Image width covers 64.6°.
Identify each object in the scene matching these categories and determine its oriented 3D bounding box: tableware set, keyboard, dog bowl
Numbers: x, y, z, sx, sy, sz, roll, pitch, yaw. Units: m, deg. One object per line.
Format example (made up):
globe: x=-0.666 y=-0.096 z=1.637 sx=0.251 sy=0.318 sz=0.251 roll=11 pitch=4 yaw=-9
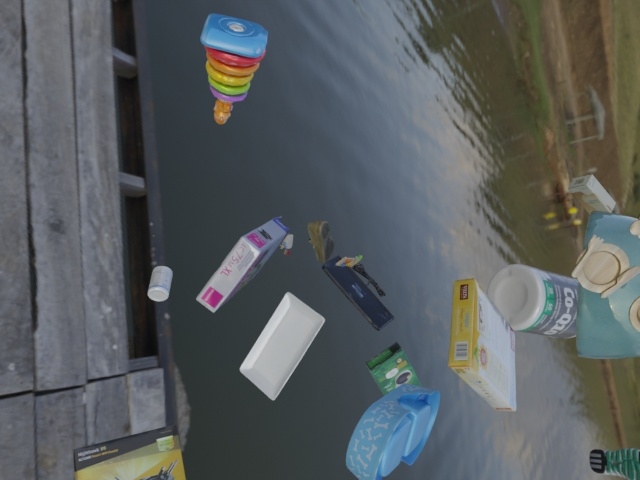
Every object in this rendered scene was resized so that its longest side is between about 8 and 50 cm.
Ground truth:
tableware set: x=0.412 y=0.039 z=0.624 sx=0.169 sy=0.141 sz=0.020 roll=43 pitch=12 yaw=0
keyboard: x=0.151 y=0.181 z=1.869 sx=0.317 sy=0.033 sz=0.202 roll=49 pitch=38 yaw=14
dog bowl: x=0.147 y=0.379 z=1.005 sx=0.297 sy=0.074 sz=0.165 roll=-3 pitch=110 yaw=-58

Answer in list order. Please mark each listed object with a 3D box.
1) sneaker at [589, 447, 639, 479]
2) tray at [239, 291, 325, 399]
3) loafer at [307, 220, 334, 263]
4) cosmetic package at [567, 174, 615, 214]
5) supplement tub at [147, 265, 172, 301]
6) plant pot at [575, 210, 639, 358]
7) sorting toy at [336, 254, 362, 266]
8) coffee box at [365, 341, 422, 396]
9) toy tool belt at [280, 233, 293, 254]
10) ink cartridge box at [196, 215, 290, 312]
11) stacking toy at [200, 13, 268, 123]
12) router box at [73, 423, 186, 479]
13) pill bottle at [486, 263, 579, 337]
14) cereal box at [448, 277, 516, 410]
sneaker: x=0.812 y=0.580 z=1.305 sx=0.098 sy=0.224 sz=0.083 roll=13 pitch=74 yaw=-13
tray: x=-0.105 y=0.293 z=1.416 sx=0.270 sy=0.145 sz=0.030 roll=-58 pitch=155 yaw=3
loafer: x=0.000 y=0.000 z=1.291 sx=0.056 sy=0.050 sz=0.148 roll=-50 pitch=149 yaw=-34
cosmetic package: x=0.713 y=-0.117 z=1.330 sx=0.115 sy=0.060 sz=0.041 roll=41 pitch=68 yaw=-16
supplement tub: x=-0.547 y=0.148 z=1.729 sx=0.071 sy=0.071 sz=0.107 roll=52 pitch=21 yaw=-39
plant pot: x=0.610 y=0.092 z=0.953 sx=0.290 sy=0.196 sz=0.289 roll=-11 pitch=103 yaw=-56
sorting toy: x=0.096 y=0.066 z=1.621 sx=0.062 sy=0.083 sz=0.012 roll=9 pitch=59 yaw=-33
coffee box: x=0.208 y=0.381 z=1.430 sx=0.184 sy=0.113 sz=0.040 roll=60 pitch=-5 yaw=-34
toy tool belt: x=-0.137 y=0.012 z=1.979 sx=0.052 sy=0.051 sz=0.083 roll=-4 pitch=107 yaw=-49
ink cartridge box: x=-0.171 y=0.045 z=1.230 sx=0.065 sy=0.185 sz=0.311 roll=39 pitch=16 yaw=-1
stacking toy: x=-0.252 y=-0.445 z=1.395 sx=0.175 sy=0.166 sz=0.301 roll=-91 pitch=-163 yaw=-44
router box: x=-0.577 y=0.728 z=1.547 sx=0.309 sy=0.081 sz=0.242 roll=-7 pitch=60 yaw=-24
pill bottle: x=0.718 y=0.199 z=1.589 sx=0.361 sy=0.204 sz=0.204 roll=12 pitch=66 yaw=-29
cereal box: x=0.315 y=0.205 z=0.967 sx=0.240 sy=0.047 sz=0.172 roll=45 pitch=46 yaw=-39
